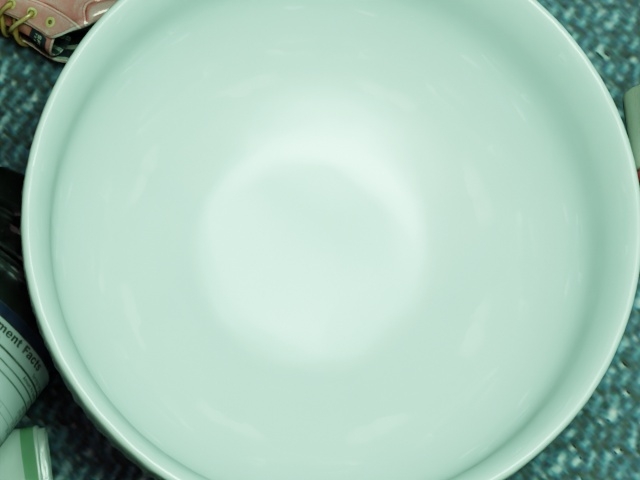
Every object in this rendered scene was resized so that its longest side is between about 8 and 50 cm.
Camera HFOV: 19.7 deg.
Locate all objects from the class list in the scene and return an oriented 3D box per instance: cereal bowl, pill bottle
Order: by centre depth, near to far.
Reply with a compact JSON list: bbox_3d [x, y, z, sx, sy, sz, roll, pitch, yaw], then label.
[{"bbox_3d":[0.000,0.000,1.041,0.339,0.141,0.339,2,76,-9],"label":"cereal bowl"},{"bbox_3d":[-0.221,0.068,1.056,0.123,0.123,0.219,30,66,11],"label":"pill bottle"}]

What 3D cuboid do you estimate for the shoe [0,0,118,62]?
[{"bbox_3d":[-0.189,-0.150,1.147,0.178,0.063,0.081,-13,70,-4],"label":"shoe"}]

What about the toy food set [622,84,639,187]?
[{"bbox_3d":[0.260,-0.035,1.045,0.232,0.111,0.104,7,72,-39],"label":"toy food set"}]

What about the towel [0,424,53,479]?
[{"bbox_3d":[-0.228,0.177,1.093,0.152,0.023,0.113,-11,73,3],"label":"towel"}]
